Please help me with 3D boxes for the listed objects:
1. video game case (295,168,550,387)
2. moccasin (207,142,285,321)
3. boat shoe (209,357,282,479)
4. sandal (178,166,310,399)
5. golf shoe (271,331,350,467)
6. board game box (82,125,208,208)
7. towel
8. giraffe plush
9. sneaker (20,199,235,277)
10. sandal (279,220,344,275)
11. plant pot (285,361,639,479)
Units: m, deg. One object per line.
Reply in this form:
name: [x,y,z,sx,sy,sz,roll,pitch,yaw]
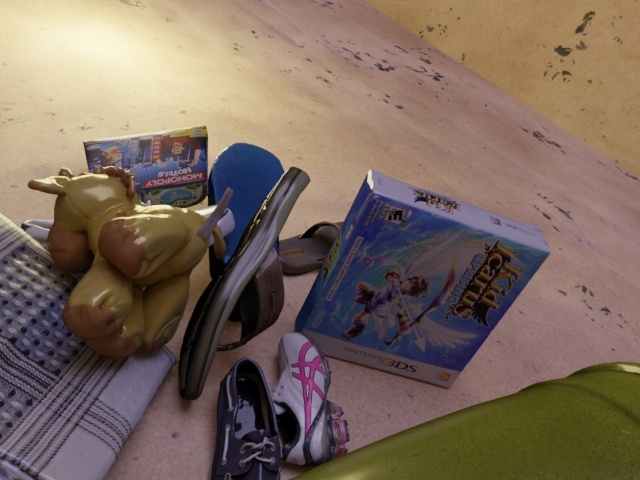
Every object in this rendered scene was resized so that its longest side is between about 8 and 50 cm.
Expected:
video game case: [0.124,0.065,0.850,0.244,0.270,0.061,17,34,-13]
moccasin: [-0.128,-0.025,0.957,0.137,0.117,0.342,15,37,-9]
boat shoe: [-0.077,0.216,0.664,0.075,0.065,0.206,2,44,-14]
sandal: [-0.075,0.052,0.747,0.086,0.303,0.120,33,-15,-13]
golf shoe: [-0.029,0.181,0.766,0.086,0.067,0.186,7,37,-25]
board game box: [-0.259,-0.081,0.943,0.194,0.060,0.194,-8,45,-2]
towel: [-0.301,0.091,0.592,0.312,0.056,0.324,42,19,-7]
giraffe plush: [-0.216,-0.004,0.668,0.170,0.181,0.210,28,69,17]
sneaker: [-0.235,-0.014,0.784,0.258,0.091,0.094,-16,20,-13]
sandal: [0.000,0.000,1.056,0.219,0.060,0.090,-11,47,-44]
plant pot: [0.115,0.290,0.486,0.352,0.367,0.366,-1,39,-18]
